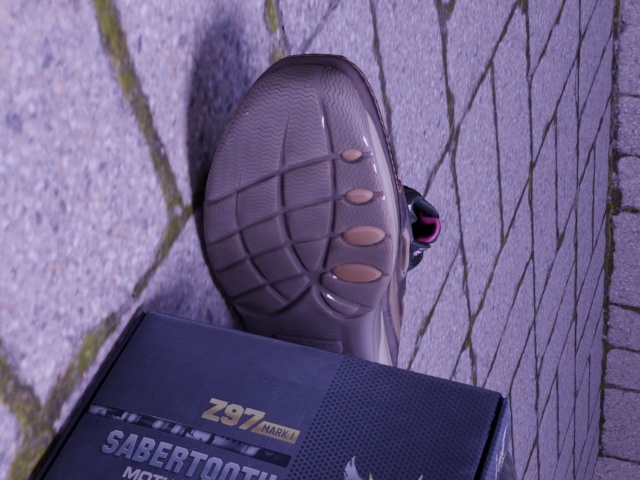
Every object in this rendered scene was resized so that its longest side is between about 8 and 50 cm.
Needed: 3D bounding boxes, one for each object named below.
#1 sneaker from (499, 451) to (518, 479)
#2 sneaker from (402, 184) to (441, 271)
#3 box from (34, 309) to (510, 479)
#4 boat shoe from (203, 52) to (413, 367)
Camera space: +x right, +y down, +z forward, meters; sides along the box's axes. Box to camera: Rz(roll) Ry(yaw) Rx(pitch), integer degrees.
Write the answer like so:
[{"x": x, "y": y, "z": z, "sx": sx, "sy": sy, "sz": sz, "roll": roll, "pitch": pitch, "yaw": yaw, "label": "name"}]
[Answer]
[{"x": -0.038, "y": 0.308, "z": 0.730, "sx": 0.447, "sy": 0.169, "sz": 0.257, "roll": -52, "pitch": 177, "yaw": -13, "label": "sneaker"}, {"x": 0.075, "y": -0.006, "z": 0.998, "sx": 0.178, "sy": 0.077, "sz": 0.072, "roll": 38, "pitch": 65, "yaw": -66, "label": "sneaker"}, {"x": -0.032, "y": 0.142, "z": 0.585, "sx": 0.059, "sy": 0.232, "sz": 0.183, "roll": 81, "pitch": 28, "yaw": -45, "label": "box"}, {"x": 0.000, "y": 0.000, "z": 0.782, "sx": 0.355, "sy": 0.132, "sz": 0.130, "roll": 88, "pitch": 13, "yaw": -48, "label": "boat shoe"}]
